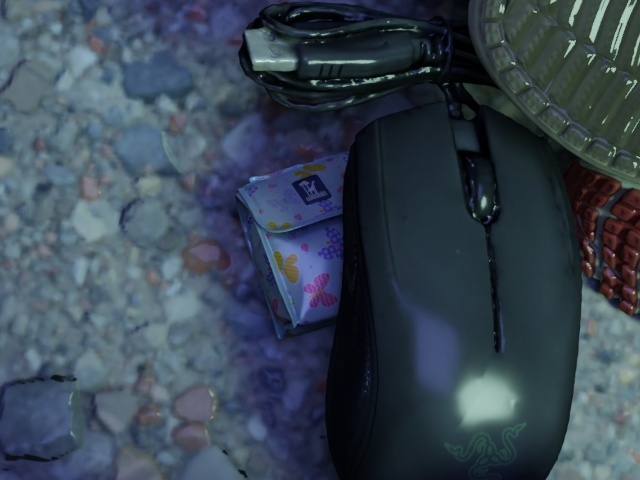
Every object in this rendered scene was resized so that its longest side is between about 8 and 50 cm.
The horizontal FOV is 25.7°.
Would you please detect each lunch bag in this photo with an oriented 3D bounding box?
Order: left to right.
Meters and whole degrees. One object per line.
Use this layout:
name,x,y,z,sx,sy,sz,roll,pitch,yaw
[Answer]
lunch bag,0.000,0.000,0.716,0.071,0.053,0.083,-15,79,-15

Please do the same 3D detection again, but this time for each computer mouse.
computer mouse,0.061,0.013,0.668,0.188,0.072,0.272,-1,85,-21

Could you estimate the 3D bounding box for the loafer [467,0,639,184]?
loafer,0.193,-0.067,0.672,0.268,0.092,0.102,27,104,-3

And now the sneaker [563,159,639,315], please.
sneaker,0.234,0.006,0.738,0.225,0.088,0.093,21,51,1
